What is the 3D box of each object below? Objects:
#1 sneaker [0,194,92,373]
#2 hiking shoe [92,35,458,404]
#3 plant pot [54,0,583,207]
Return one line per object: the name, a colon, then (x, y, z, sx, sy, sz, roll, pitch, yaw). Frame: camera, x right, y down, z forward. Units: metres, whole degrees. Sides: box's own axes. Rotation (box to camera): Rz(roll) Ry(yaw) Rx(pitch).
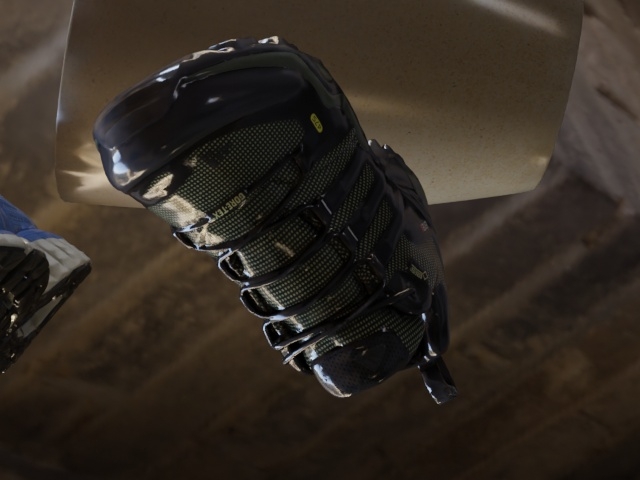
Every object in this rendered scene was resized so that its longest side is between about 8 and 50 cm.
sneaker: (-0.245, 0.013, 0.990, 0.147, 0.330, 0.130, 38, 89, 0)
hiking shoe: (0.000, 0.000, 0.650, 0.086, 0.227, 0.114, -35, 61, 18)
plant pot: (0.007, -0.120, 0.970, 0.274, 0.256, 0.257, 12, 76, 0)
